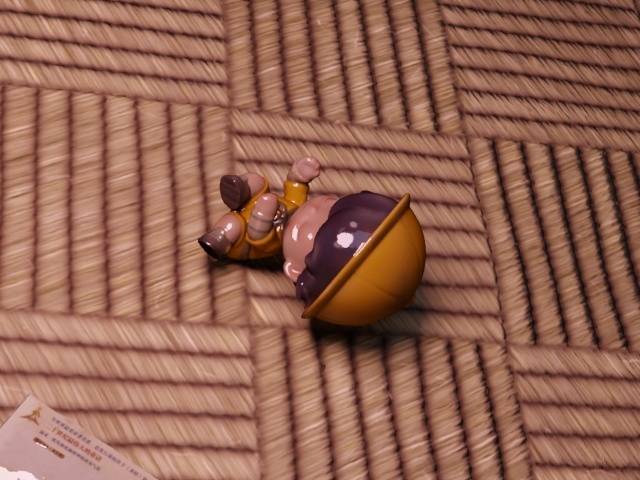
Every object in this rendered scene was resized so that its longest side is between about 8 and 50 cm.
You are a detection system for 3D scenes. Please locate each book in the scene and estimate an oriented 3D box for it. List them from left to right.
[{"bbox_3d":[-0.301,0.309,1.501,0.201,0.026,0.289,33,51,5],"label":"book"}]

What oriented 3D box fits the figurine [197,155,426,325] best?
[{"bbox_3d":[0.001,0.003,1.756,0.257,0.167,0.192,21,61,24],"label":"figurine"}]
